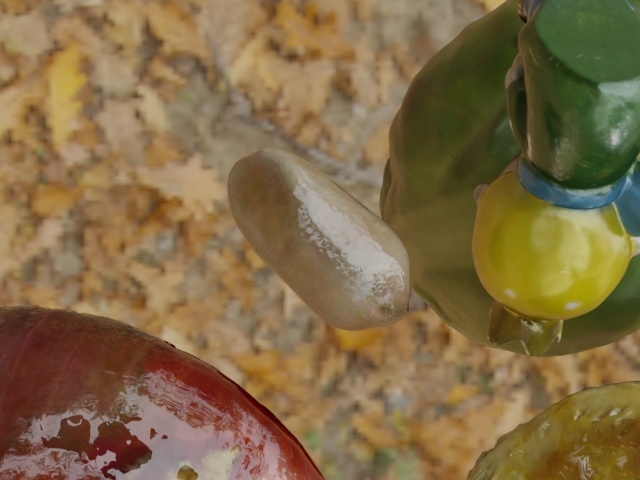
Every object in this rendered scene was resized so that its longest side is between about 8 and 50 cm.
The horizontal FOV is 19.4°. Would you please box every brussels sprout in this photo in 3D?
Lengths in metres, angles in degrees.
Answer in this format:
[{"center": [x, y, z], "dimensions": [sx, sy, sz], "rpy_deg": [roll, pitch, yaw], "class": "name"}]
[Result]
[{"center": [0.199, -0.065, 1.516], "dimensions": [0.276, 0.371, 0.315], "rpy_deg": [45, 34, -5], "class": "brussels sprout"}]

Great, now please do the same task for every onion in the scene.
[{"center": [-0.112, 0.140, 0.789], "dimensions": [0.248, 0.248, 0.161], "rpy_deg": [42, 43, -42], "class": "onion"}]

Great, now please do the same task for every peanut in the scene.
[{"center": [0.000, 0.000, 1.231], "dimensions": [0.152, 0.076, 0.076], "rpy_deg": [43, 51, 0], "class": "peanut"}]

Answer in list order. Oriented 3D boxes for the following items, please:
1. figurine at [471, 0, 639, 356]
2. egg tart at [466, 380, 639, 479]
[{"center": [0.162, -0.052, 1.283], "dimensions": [0.185, 0.127, 0.234], "rpy_deg": [-103, -169, -50], "class": "figurine"}, {"center": [0.248, 0.214, 1.283], "dimensions": [0.129, 0.341, 0.341], "rpy_deg": [-71, 143, -56], "class": "egg tart"}]
